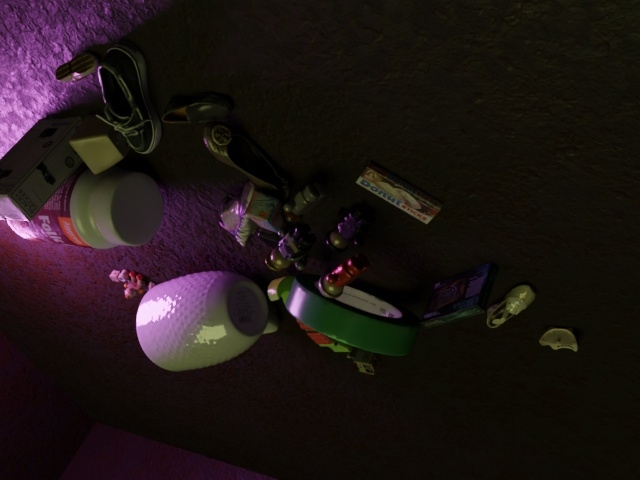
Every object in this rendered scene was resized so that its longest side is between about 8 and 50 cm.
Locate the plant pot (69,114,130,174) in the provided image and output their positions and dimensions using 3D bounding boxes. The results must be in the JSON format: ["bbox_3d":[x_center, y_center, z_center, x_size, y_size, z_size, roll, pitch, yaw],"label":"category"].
[{"bbox_3d":[-0.518,-0.241,1.650,0.096,0.109,0.109,-9,133,24],"label":"plant pot"}]

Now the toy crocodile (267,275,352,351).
[{"bbox_3d":[-0.020,0.212,1.893,0.115,0.105,0.340,-4,135,38],"label":"toy crocodile"}]

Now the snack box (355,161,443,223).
[{"bbox_3d":[0.165,-0.099,1.429,0.178,0.022,0.064,30,147,-4],"label":"snack box"}]

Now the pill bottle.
[{"bbox_3d":[-0.623,-0.093,1.799,0.393,0.224,0.224,5,140,30],"label":"pill bottle"}]

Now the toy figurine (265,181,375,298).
[{"bbox_3d":[0.000,0.000,1.490,0.210,0.213,0.148,25,139,-20],"label":"toy figurine"}]

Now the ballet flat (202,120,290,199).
[{"bbox_3d":[-0.154,-0.173,1.495,0.250,0.084,0.058,43,157,-30],"label":"ballet flat"}]

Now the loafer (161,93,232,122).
[{"bbox_3d":[-0.265,-0.273,1.461,0.170,0.061,0.062,1,137,32],"label":"loafer"}]

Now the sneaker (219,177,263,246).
[{"bbox_3d":[-0.196,-0.080,1.649,0.105,0.095,0.236,33,147,6],"label":"sneaker"}]

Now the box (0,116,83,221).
[{"bbox_3d":[-0.705,-0.180,1.684,0.169,0.289,0.087,5,140,32],"label":"box"}]

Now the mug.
[{"bbox_3d":[-0.290,0.232,2.002,0.328,0.276,0.374,-18,156,38],"label":"mug"}]

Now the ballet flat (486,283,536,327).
[{"bbox_3d":[0.433,0.156,1.552,0.057,0.052,0.168,29,146,-1],"label":"ballet flat"}]

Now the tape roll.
[{"bbox_3d":[0.078,0.172,1.627,0.322,0.077,0.321,19,-173,-2],"label":"tape roll"}]

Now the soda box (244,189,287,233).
[{"bbox_3d":[-0.119,-0.060,1.577,0.063,0.058,0.183,21,174,9],"label":"soda box"}]

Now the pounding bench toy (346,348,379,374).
[{"bbox_3d":[0.125,0.358,2.032,0.083,0.052,0.065,6,141,29],"label":"pounding bench toy"}]

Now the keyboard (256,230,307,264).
[{"bbox_3d":[-0.081,0.020,1.701,0.108,0.023,0.180,19,170,23],"label":"keyboard"}]

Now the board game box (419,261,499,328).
[{"bbox_3d":[0.310,0.127,1.534,0.026,0.126,0.186,39,145,-17],"label":"board game box"}]

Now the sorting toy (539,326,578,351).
[{"bbox_3d":[0.563,0.237,1.585,0.083,0.044,0.075,0,145,34],"label":"sorting toy"}]

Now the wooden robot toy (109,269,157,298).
[{"bbox_3d":[-0.629,0.151,2.257,0.173,0.079,0.076,20,145,10],"label":"wooden robot toy"}]

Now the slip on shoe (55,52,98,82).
[{"bbox_3d":[-0.537,-0.383,1.527,0.135,0.051,0.041,-12,170,34],"label":"slip on shoe"}]

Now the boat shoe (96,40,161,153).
[{"bbox_3d":[-0.430,-0.289,1.515,0.113,0.104,0.306,24,146,6],"label":"boat shoe"}]
